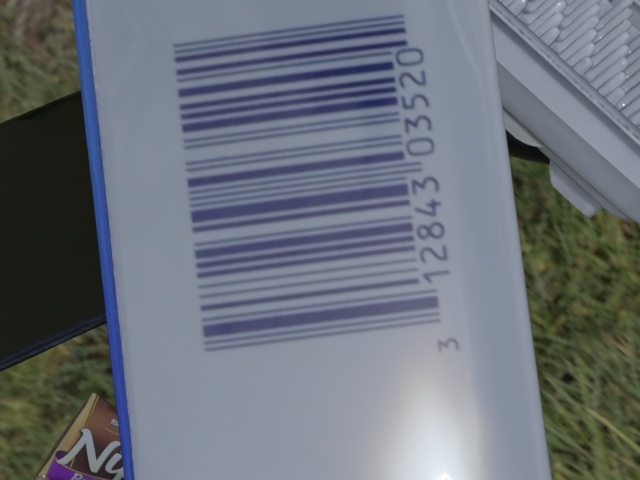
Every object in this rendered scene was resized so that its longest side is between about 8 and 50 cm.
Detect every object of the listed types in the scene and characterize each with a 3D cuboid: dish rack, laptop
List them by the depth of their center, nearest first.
[{"bbox_3d":[0.115,-0.143,1.056,0.285,0.333,0.072,42,114,-9],"label":"dish rack"},{"bbox_3d":[-0.194,0.092,1.140,0.382,0.236,0.408,31,107,60],"label":"laptop"}]

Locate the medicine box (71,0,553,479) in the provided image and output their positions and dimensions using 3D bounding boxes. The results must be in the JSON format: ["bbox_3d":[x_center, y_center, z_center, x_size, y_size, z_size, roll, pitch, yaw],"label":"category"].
[{"bbox_3d":[0.000,0.000,0.753,0.149,0.289,0.263,-7,83,1],"label":"medicine box"}]

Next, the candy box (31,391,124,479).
[{"bbox_3d":[-0.169,0.240,1.704,0.187,0.053,0.109,36,49,-5],"label":"candy box"}]

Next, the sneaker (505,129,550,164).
[{"bbox_3d":[0.246,-0.090,1.332,0.286,0.130,0.109,4,105,2],"label":"sneaker"}]
